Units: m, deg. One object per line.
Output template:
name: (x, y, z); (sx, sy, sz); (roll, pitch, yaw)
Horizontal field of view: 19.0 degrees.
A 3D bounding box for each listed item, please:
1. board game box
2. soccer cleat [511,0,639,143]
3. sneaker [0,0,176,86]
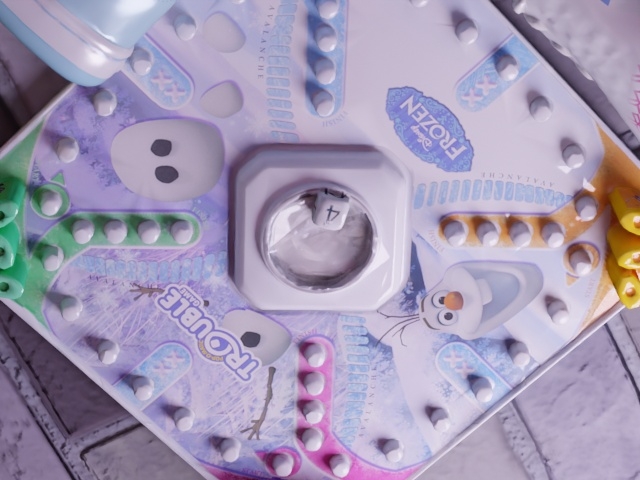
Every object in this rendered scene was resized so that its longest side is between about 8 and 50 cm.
board game box: (0.000, 0.000, 1.313); (0.390, 0.050, 0.390); (-41, 110, 14)
soccer cleat: (0.167, -0.174, 1.222); (0.143, 0.116, 0.331); (-16, 109, 14)
sneaker: (-0.170, -0.260, 1.141); (0.208, 0.127, 0.319); (-38, 126, 13)
